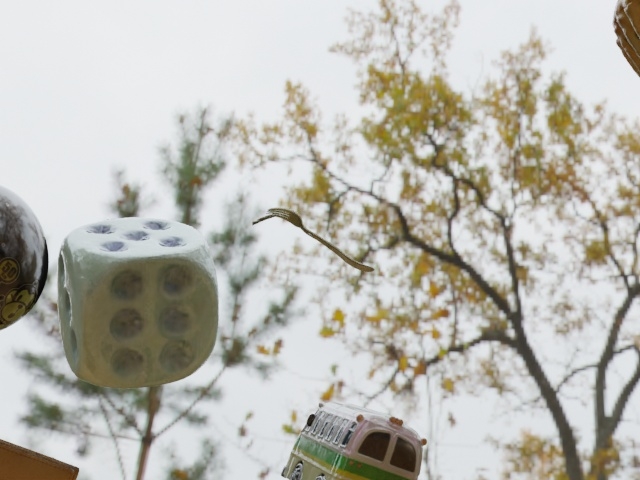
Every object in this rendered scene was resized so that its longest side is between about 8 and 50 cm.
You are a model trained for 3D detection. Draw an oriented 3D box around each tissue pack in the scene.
[{"bbox_3d":[-0.577,0.398,1.646,0.274,0.145,0.194,28,-25,-27],"label":"tissue pack"}]

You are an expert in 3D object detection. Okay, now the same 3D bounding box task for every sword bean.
[{"bbox_3d":[-0.097,-0.047,1.929,0.083,0.012,0.012,-22,-30,-16],"label":"sword bean"}]

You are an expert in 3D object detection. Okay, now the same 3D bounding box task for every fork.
[{"bbox_3d":[0.003,-0.004,1.768,0.219,0.028,0.034,30,-41,4],"label":"fork"}]

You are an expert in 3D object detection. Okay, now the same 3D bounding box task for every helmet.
[{"bbox_3d":[-0.496,0.012,1.493,0.160,0.279,0.230,-9,-34,7],"label":"helmet"}]

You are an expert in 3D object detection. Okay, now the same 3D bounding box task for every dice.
[{"bbox_3d":[-0.354,0.115,1.895,0.264,0.262,0.268,-3,-71,-24],"label":"dice"}]

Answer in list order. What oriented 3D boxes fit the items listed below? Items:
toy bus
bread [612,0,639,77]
[{"bbox_3d":[0.050,0.361,1.618,0.143,0.179,0.305,22,-10,-12],"label":"toy bus"},{"bbox_3d":[0.425,-0.219,1.026,0.240,0.139,0.240,3,-16,1],"label":"bread"}]
